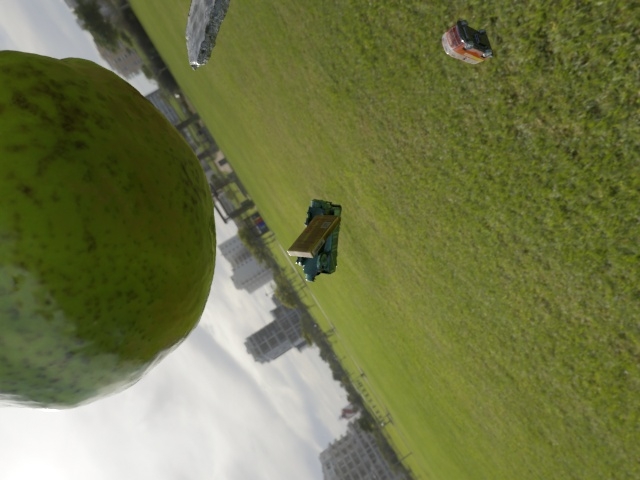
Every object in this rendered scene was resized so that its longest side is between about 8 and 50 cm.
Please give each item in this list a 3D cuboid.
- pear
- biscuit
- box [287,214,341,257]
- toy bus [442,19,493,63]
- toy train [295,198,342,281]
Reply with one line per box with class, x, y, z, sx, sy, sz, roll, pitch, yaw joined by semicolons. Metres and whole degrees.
pear;-0.300;-0.020;0.497;0.391;0.391;0.391;57;173;11
biscuit;-0.256;-0.531;1.005;0.290;0.038;0.141;-52;57;37
box;-0.016;-0.014;1.228;0.089;0.156;0.022;4;134;37
toy bus;0.404;-0.542;1.228;0.077;0.174;0.079;-21;79;47
toy train;0.000;0.000;1.459;0.154;0.115;0.270;-14;-70;-67
